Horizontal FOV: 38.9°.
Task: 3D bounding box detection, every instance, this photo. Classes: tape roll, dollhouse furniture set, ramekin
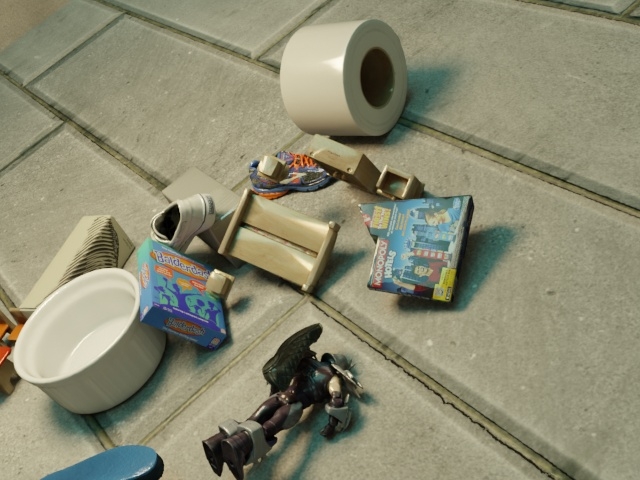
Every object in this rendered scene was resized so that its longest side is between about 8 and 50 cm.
[{"bbox_3d":[0.054,-0.346,1.943,0.169,0.246,0.246,6,50,38],"label":"tape roll"},{"bbox_3d":[0.000,0.000,1.744,0.303,0.174,0.355,24,88,19],"label":"dollhouse furniture set"},{"bbox_3d":[-0.749,0.252,1.887,0.259,0.135,0.262,-2,45,32],"label":"dollhouse furniture set"},{"bbox_3d":[-0.433,0.198,1.739,0.277,0.135,0.277,-19,38,15],"label":"ramekin"}]

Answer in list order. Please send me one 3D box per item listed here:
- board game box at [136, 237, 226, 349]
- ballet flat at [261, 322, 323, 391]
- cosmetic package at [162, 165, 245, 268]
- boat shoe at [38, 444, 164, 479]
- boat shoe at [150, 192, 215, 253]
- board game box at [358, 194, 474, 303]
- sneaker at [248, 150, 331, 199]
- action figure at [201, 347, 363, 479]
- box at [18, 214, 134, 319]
[{"bbox_3d":[-0.266,0.099,1.720,0.047,0.160,0.210,-51,32,22],"label":"board game box"},{"bbox_3d":[-0.041,0.184,1.459,0.057,0.049,0.173,-29,9,36],"label":"ballet flat"},{"bbox_3d":[-0.220,-0.052,1.891,0.107,0.127,0.238,-40,40,-10],"label":"cosmetic package"},{"bbox_3d":[-0.359,0.407,1.498,0.258,0.089,0.109,-18,26,24],"label":"boat shoe"},{"bbox_3d":[-0.297,-0.029,1.800,0.258,0.084,0.095,-40,62,51],"label":"boat shoe"},{"bbox_3d":[0.151,0.006,1.567,0.194,0.060,0.194,9,73,17],"label":"board game box"},{"bbox_3d":[-0.057,-0.151,1.925,0.221,0.087,0.083,-16,40,18],"label":"sneaker"},{"bbox_3d":[-0.053,0.265,1.444,0.285,0.099,0.185,-34,28,-29],"label":"action figure"},{"bbox_3d":[-0.521,0.077,1.957,0.094,0.113,0.275,-2,47,31],"label":"box"}]
